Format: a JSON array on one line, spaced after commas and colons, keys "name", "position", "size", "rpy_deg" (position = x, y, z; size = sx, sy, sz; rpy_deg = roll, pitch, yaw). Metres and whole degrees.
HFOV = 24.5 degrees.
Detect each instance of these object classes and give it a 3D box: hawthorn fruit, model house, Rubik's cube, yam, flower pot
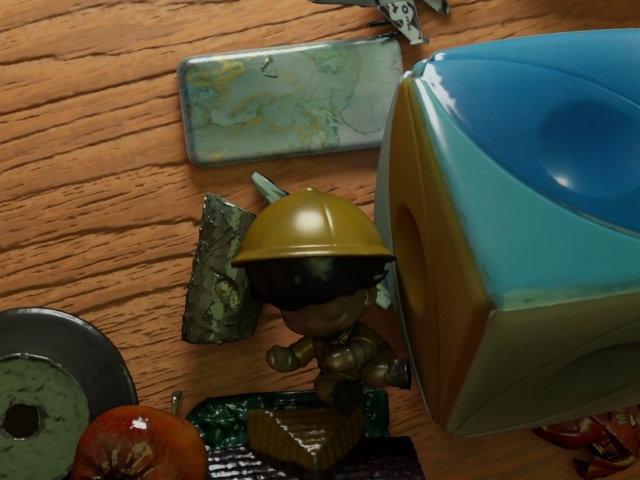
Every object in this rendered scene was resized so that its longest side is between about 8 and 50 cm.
[{"name": "hawthorn fruit", "position": [-0.196, 0.251, 1.702], "size": [0.165, 0.285, 0.165], "rpy_deg": [0, 98, 3]}, {"name": "model house", "position": [-0.022, 0.292, 1.726], "size": [0.281, 0.249, 0.230], "rpy_deg": [-5, 86, -7]}, {"name": "Rubik's cube", "position": [0.268, -0.007, 1.681], "size": [0.352, 0.347, 0.352], "rpy_deg": [-11, 61, -13]}, {"name": "yam", "position": [-0.111, 0.042, 1.806], "size": [0.107, 0.107, 0.183], "rpy_deg": [13, 88, -6]}, {"name": "flower pot", "position": [-0.347, 0.207, 1.735], "size": [0.269, 0.166, 0.269], "rpy_deg": [1, 84, -7]}]

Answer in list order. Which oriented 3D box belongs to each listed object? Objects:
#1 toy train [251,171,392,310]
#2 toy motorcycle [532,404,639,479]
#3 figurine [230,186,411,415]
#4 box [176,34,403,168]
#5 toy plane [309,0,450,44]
[{"name": "toy train", "position": [0.000, 0.000, 1.846], "size": [0.234, 0.052, 0.051], "rpy_deg": [36, 88, -4]}, {"name": "toy motorcycle", "position": [0.319, 0.197, 1.853], "size": [0.298, 0.089, 0.171], "rpy_deg": [29, 82, -5]}, {"name": "figurine", "position": [0.006, 0.065, 1.716], "size": [0.192, 0.167, 0.256], "rpy_deg": [-11, 112, 21]}, {"name": "box", "position": [-0.034, -0.176, 1.859], "size": [0.285, 0.044, 0.142], "rpy_deg": [-8, 92, -7]}, {"name": "toy plane", "position": [0.074, -0.315, 1.856], "size": [0.234, 0.082, 0.160], "rpy_deg": [-15, 91, -22]}]
